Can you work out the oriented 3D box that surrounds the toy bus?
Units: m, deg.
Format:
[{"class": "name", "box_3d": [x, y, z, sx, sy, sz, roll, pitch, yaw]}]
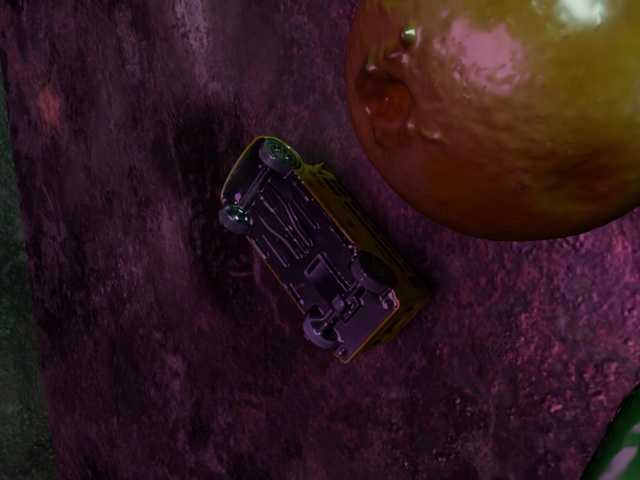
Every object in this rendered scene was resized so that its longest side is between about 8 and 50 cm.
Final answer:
[{"class": "toy bus", "box_3d": [0.000, 0.000, 0.914, 0.330, 0.152, 0.144, 52, 122, 22]}]

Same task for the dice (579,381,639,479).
[{"class": "dice", "box_3d": [0.378, 0.253, 0.500, 0.300, 0.287, 0.297, 27, 115, 37]}]

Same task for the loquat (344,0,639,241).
[{"class": "loquat", "box_3d": [0.185, -0.155, 0.594, 0.328, 0.328, 0.328, 8, 102, 43]}]
